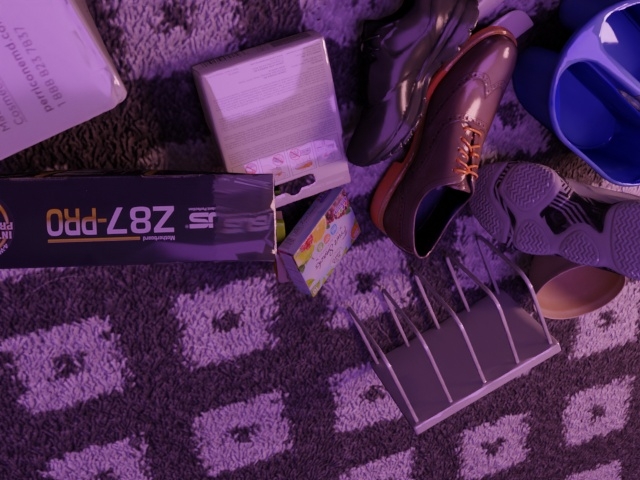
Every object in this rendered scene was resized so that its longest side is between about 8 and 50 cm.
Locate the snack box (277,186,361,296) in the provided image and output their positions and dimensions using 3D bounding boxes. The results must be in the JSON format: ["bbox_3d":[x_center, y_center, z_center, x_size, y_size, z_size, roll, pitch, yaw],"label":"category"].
[{"bbox_3d":[0.000,0.000,1.253,0.141,0.037,0.100,-53,143,-26],"label":"snack box"}]

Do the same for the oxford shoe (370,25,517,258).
[{"bbox_3d":[0.209,-0.139,1.242,0.130,0.132,0.363,10,116,-32],"label":"oxford shoe"}]

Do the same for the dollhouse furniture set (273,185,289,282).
[{"bbox_3d":[-0.084,-0.009,1.245,0.059,0.076,0.151,-6,119,-5],"label":"dollhouse furniture set"}]

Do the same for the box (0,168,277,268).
[{"bbox_3d":[-0.222,-0.035,0.942,0.318,0.395,0.097,-3,95,-8],"label":"box"}]

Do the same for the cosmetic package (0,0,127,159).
[{"bbox_3d":[-0.419,-0.258,0.758,0.327,0.393,0.329,-27,125,-6],"label":"cosmetic package"}]

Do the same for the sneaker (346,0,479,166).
[{"bbox_3d":[0.099,-0.241,1.159,0.130,0.109,0.286,24,99,-23],"label":"sneaker"}]

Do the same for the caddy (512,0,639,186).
[{"bbox_3d":[0.465,-0.230,1.275,0.341,0.179,0.241,30,103,-33],"label":"caddy"}]

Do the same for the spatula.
[{"bbox_3d":[0.181,-0.309,1.213,0.242,0.019,0.168,-36,127,4],"label":"spatula"}]

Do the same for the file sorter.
[{"bbox_3d":[0.215,0.144,1.383,0.278,0.193,0.173,-29,122,-5],"label":"file sorter"}]

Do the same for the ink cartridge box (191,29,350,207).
[{"bbox_3d":[-0.064,-0.162,1.166,0.181,0.056,0.224,-20,122,-12],"label":"ink cartridge box"}]

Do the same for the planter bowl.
[{"bbox_3d":[0.436,0.049,1.453,0.162,0.109,0.162,-7,141,-6],"label":"planter bowl"}]

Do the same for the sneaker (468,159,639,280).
[{"bbox_3d":[0.424,-0.027,1.313,0.210,0.366,0.137,5,104,-53],"label":"sneaker"}]
